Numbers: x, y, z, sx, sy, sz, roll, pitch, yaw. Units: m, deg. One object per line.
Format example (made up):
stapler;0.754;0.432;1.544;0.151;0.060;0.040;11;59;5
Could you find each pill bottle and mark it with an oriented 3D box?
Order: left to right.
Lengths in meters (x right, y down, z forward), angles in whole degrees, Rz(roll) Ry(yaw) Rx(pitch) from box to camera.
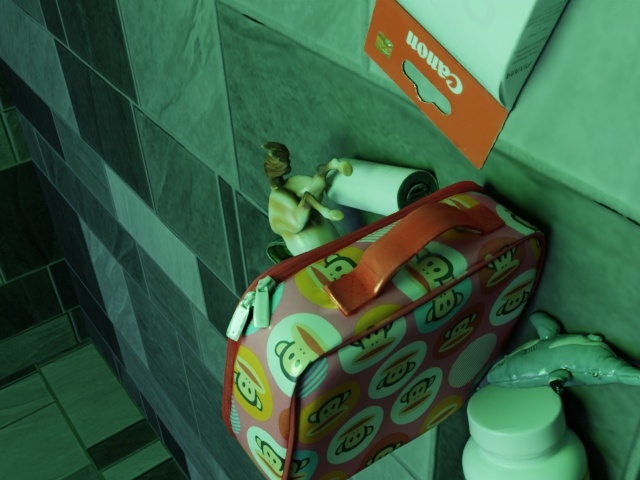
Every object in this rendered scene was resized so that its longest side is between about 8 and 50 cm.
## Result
pill bottle;0.203;0.245;0.742;0.117;0.117;0.208;20;130;55

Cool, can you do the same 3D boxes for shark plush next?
shark plush;0.220;0.119;0.656;0.161;0.067;0.073;16;126;57

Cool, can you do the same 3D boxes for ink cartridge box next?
ink cartridge box;0.096;-0.186;0.631;0.189;0.066;0.232;52;147;23

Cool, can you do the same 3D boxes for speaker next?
speaker;0.062;-0.055;0.806;0.136;0.055;0.055;18;128;55

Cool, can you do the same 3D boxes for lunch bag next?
lunch bag;0.059;0.075;0.658;0.120;0.293;0.258;45;144;31

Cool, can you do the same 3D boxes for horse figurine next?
horse figurine;0.000;0.000;0.846;0.174;0.066;0.263;1;122;58

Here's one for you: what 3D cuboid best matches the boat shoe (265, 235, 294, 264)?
boat shoe;0.010;0.042;0.965;0.223;0.073;0.080;30;138;49
